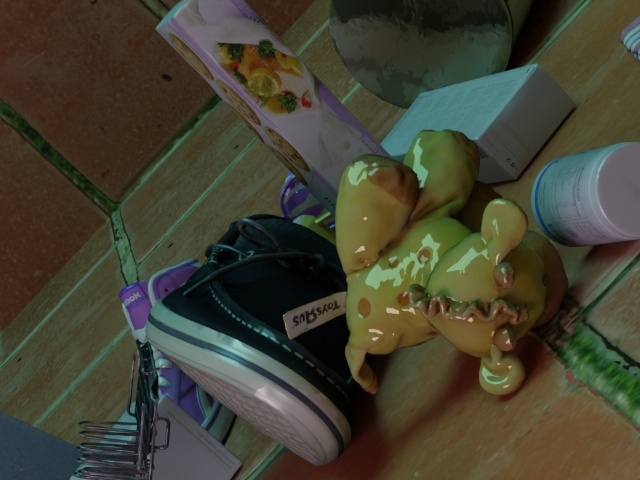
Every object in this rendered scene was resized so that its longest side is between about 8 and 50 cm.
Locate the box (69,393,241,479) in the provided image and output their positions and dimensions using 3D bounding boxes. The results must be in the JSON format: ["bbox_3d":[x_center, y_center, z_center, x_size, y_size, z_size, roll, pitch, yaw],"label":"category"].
[{"bbox_3d":[-0.149,0.209,1.760,0.102,0.101,0.087,-52,14,-23],"label":"box"}]

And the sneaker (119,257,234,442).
[{"bbox_3d":[-0.158,0.131,1.914,0.102,0.161,0.282,-35,18,39],"label":"sneaker"}]

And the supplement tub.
[{"bbox_3d":[0.204,-0.032,1.409,0.071,0.071,0.107,-50,13,-17],"label":"supplement tub"}]

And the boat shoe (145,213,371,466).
[{"bbox_3d":[-0.037,0.065,1.668,0.156,0.187,0.500,-52,7,3],"label":"boat shoe"}]

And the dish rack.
[{"bbox_3d":[-0.170,0.219,1.584,0.208,0.074,0.271,-137,53,-77],"label":"dish rack"}]

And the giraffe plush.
[{"bbox_3d":[0.102,0.024,1.421,0.170,0.181,0.210,6,40,49],"label":"giraffe plush"}]

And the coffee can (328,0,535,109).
[{"bbox_3d":[0.145,-0.295,2.151,0.201,0.201,0.275,-37,16,37],"label":"coffee can"}]

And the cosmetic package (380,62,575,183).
[{"bbox_3d":[0.139,-0.101,1.854,0.099,0.060,0.239,-52,16,-16],"label":"cosmetic package"}]

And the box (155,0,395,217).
[{"bbox_3d":[-0.011,-0.100,1.756,0.063,0.324,0.067,-47,12,-15],"label":"box"}]

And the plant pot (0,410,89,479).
[{"bbox_3d":[-0.380,0.309,1.933,0.247,0.248,0.252,-25,40,59],"label":"plant pot"}]

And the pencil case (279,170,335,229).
[{"bbox_3d":[-0.004,-0.076,2.219,0.088,0.086,0.206,-31,15,12],"label":"pencil case"}]

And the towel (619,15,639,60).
[{"bbox_3d":[0.325,-0.204,1.649,0.144,0.029,0.197,-46,12,7],"label":"towel"}]

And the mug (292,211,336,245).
[{"bbox_3d":[-0.002,0.001,2.020,0.078,0.064,0.062,-48,11,-7],"label":"mug"}]
